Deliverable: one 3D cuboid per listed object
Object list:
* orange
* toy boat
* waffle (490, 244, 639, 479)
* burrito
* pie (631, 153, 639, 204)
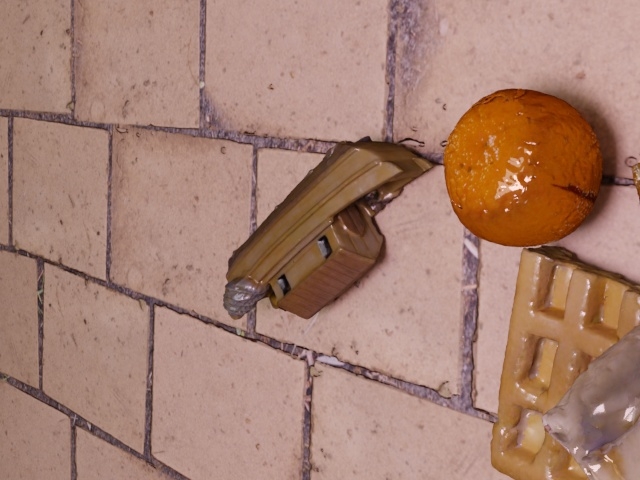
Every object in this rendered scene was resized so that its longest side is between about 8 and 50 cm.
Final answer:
[{"bbox_3d":[0.238,-0.082,1.243,0.193,0.161,0.193,-18,67,51],"label":"orange"},{"bbox_3d":[0.000,0.000,1.567,0.445,0.136,0.162,-45,65,42],"label":"toy boat"},{"bbox_3d":[0.345,0.194,1.206,0.348,0.078,0.304,24,113,47],"label":"waffle"},{"bbox_3d":[0.366,0.114,0.987,0.332,0.135,0.190,-49,37,-3],"label":"burrito"},{"bbox_3d":[0.392,-0.047,1.158,0.092,0.034,0.169,-43,68,42],"label":"pie"}]
